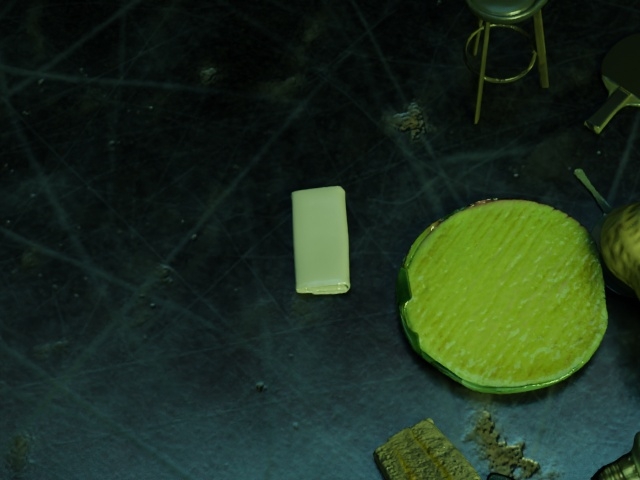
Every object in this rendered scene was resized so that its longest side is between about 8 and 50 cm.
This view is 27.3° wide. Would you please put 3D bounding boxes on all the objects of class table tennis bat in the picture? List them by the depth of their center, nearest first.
[{"bbox_3d":[0.356,-0.180,1.503,0.095,0.014,0.158,37,70,20],"label":"table tennis bat"}]

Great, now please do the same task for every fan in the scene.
[{"bbox_3d":[0.326,-0.013,1.423,0.113,0.005,0.175,-28,64,-9],"label":"fan"}]

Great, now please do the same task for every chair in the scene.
[{"bbox_3d":[0.194,-0.224,1.426,0.104,0.221,0.095,24,63,17],"label":"chair"}]

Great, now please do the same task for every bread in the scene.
[{"bbox_3d":[0.104,0.226,1.252,0.077,0.105,0.152,-32,57,-5],"label":"bread"},{"bbox_3d":[0.192,0.059,1.384,0.228,0.033,0.228,-3,61,5],"label":"bread"}]

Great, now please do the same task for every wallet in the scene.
[{"bbox_3d":[0.000,0.000,1.435,0.061,0.025,0.122,-4,63,1],"label":"wallet"}]

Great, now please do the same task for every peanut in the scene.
[{"bbox_3d":[0.355,0.030,1.303,0.098,0.103,0.229,-4,30,-18],"label":"peanut"}]

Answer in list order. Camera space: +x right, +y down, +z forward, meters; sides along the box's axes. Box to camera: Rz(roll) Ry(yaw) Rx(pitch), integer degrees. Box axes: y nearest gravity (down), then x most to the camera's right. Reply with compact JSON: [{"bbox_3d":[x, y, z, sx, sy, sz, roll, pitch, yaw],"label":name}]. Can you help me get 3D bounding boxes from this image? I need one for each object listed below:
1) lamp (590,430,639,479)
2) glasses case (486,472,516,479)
[{"bbox_3d":[0.406,0.178,1.219,0.314,0.182,0.182,-25,63,-6],"label":"lamp"},{"bbox_3d":[0.171,0.269,1.280,0.033,0.023,0.083,7,67,24],"label":"glasses case"}]
